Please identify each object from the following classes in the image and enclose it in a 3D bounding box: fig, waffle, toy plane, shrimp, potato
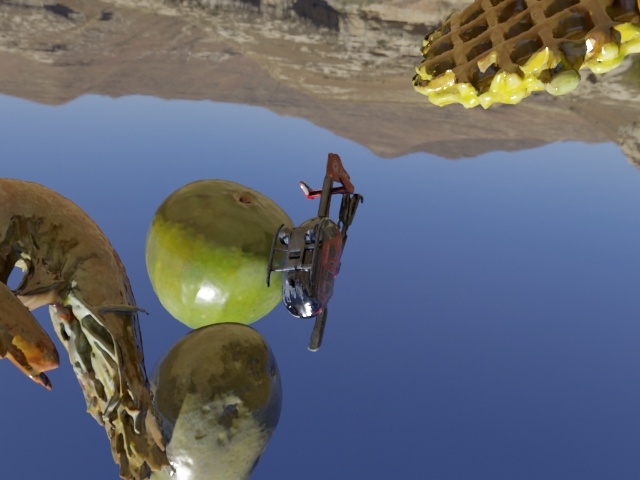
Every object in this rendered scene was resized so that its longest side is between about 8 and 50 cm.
[{"bbox_3d":[-0.192,0.047,1.077,0.316,0.316,0.316,4,-162,-1],"label":"fig"},{"bbox_3d":[0.204,-0.207,0.527,0.238,0.059,0.243,-50,-143,-14],"label":"waffle"},{"bbox_3d":[0.000,0.000,0.391,0.037,0.145,0.060,-5,152,32],"label":"toy plane"},{"bbox_3d":[-0.180,0.058,0.402,0.068,0.249,0.150,-36,174,21],"label":"shrimp"},{"bbox_3d":[-0.129,0.209,0.661,0.178,0.235,0.160,13,-177,-39],"label":"potato"}]
